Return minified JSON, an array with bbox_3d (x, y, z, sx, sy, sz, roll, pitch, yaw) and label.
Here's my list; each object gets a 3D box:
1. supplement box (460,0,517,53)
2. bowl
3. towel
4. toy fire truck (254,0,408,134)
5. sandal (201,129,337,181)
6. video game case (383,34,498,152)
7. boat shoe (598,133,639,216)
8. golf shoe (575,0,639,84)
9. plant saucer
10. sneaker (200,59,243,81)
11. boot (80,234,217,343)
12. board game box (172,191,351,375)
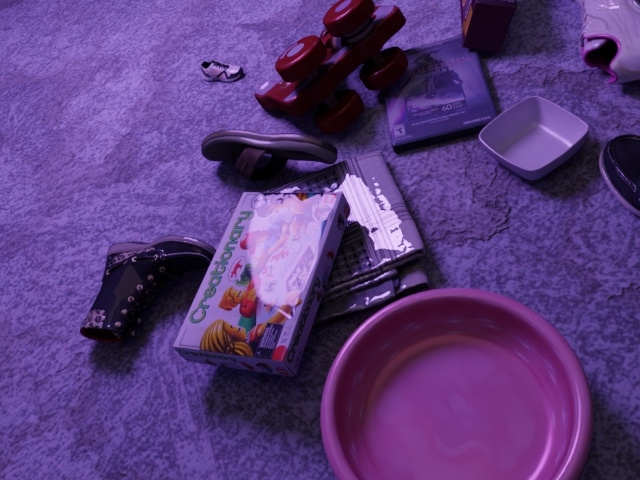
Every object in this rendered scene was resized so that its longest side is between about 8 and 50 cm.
[{"bbox_3d":[0.331,-0.475,1.284,0.080,0.104,0.188,9,51,0],"label":"supplement box"},{"bbox_3d":[0.355,-0.164,1.077,0.142,0.053,0.142,-35,49,-10],"label":"bowl"},{"bbox_3d":[0.000,0.000,1.078,0.312,0.056,0.324,-19,50,5],"label":"towel"},{"bbox_3d":[0.015,-0.365,1.295,0.302,0.169,0.254,-44,32,-4],"label":"toy fire truck"},{"bbox_3d":[-0.109,-0.153,1.204,0.302,0.120,0.086,9,90,35],"label":"sandal"},{"bbox_3d":[0.221,-0.292,1.249,0.195,0.026,0.274,-12,51,11],"label":"video game case"},{"bbox_3d":[0.519,-0.065,0.896,0.127,0.113,0.340,-24,49,2],"label":"boat shoe"},{"bbox_3d":[0.516,-0.393,1.164,0.140,0.115,0.306,-24,47,5],"label":"golf shoe"},{"bbox_3d":[0.168,0.219,0.822,0.331,0.084,0.332,-10,51,12],"label":"plant saucer"},{"bbox_3d":[-0.231,-0.393,1.487,0.109,0.044,0.040,3,52,20],"label":"sneaker"},{"bbox_3d":[-0.293,0.087,1.101,0.236,0.085,0.179,-4,54,26],"label":"boot"},{"bbox_3d":[-0.084,0.054,1.010,0.192,0.053,0.305,1,54,26],"label":"board game box"}]
